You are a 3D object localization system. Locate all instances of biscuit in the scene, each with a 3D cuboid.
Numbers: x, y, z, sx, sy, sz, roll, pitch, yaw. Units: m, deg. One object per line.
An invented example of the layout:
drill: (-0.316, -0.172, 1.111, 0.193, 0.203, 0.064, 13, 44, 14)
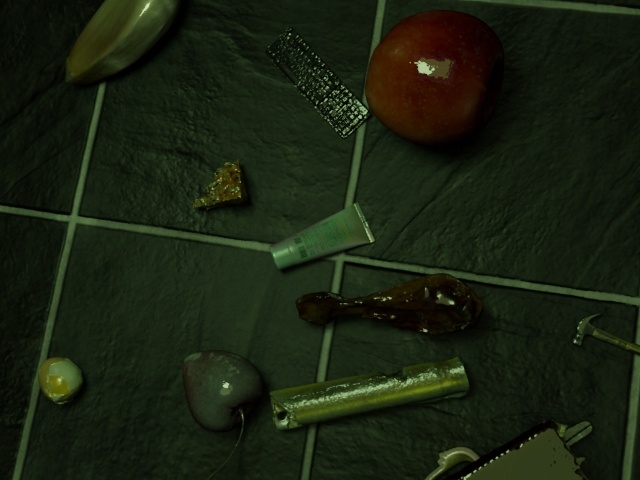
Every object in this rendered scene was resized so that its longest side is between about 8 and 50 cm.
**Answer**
biscuit: (0.281, 0.373, 1.112, 0.252, 0.070, 0.106, -31, 76, 0)

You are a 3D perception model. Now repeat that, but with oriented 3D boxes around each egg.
egg: (-0.448, 0.237, 1.261, 0.071, 0.071, 0.083, -44, 75, -1)

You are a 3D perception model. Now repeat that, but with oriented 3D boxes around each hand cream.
hand cream: (0.000, 0.000, 1.258, 0.174, 0.047, 0.076, -23, 77, -5)

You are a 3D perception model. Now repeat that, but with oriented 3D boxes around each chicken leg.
chicken leg: (0.110, 0.101, 1.191, 0.304, 0.113, 0.093, 0, 59, 10)

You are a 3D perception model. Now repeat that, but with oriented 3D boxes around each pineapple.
pineapple: (-0.171, -0.082, 1.291, 0.114, 0.077, 0.114, -25, 43, 14)

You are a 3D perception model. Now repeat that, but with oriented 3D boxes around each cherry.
cherry: (-0.183, 0.266, 1.200, 0.148, 0.115, 0.188, 39, 93, -7)

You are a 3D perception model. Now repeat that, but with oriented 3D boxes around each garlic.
garlic: (-0.348, -0.396, 1.337, 0.318, 0.112, 0.143, -39, 55, 6)

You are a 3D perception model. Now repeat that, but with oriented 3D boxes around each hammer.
hammer: (0.498, 0.168, 1.171, 0.181, 0.017, 0.062, 21, 84, 9)

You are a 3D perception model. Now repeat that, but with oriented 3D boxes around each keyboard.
keyboard: (-0.008, -0.286, 1.316, 0.072, 0.023, 0.231, -41, 77, 2)

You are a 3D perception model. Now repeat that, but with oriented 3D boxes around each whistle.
whistle: (0.078, 0.249, 1.193, 0.326, 0.057, 0.068, -12, 79, 6)

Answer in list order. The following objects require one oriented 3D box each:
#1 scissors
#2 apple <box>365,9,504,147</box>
scissors: (0.292, 0.373, 1.159, 0.317, 0.024, 0.160, -31, 76, 2)
apple: (0.187, -0.259, 1.188, 0.201, 0.218, 0.218, 24, 84, 18)
